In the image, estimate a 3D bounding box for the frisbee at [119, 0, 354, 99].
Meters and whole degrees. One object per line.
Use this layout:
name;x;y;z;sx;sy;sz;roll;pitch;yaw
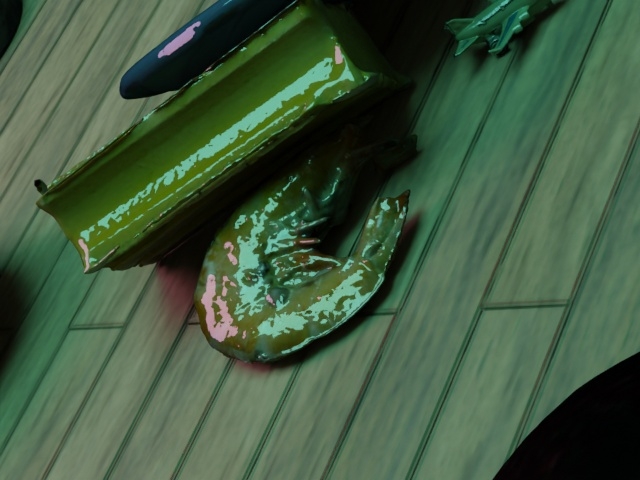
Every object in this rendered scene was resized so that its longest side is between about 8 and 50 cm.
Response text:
frisbee;-0.013;-0.170;1.256;0.289;0.049;0.289;-34;5;3

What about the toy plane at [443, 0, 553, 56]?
toy plane;0.120;-0.146;1.175;0.083;0.033;0.080;-26;35;12

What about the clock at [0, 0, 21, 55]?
clock;-0.377;-0.181;1.726;0.215;0.042;0.215;-28;37;23

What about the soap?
soap;-0.063;-0.069;1.187;0.233;0.076;0.135;-33;-5;14

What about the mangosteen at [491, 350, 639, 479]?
mangosteen;0.155;0.163;0.569;0.313;0.297;0.297;-22;38;46

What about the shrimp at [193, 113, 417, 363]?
shrimp;0.001;0.001;1.134;0.132;0.051;0.187;30;80;34
